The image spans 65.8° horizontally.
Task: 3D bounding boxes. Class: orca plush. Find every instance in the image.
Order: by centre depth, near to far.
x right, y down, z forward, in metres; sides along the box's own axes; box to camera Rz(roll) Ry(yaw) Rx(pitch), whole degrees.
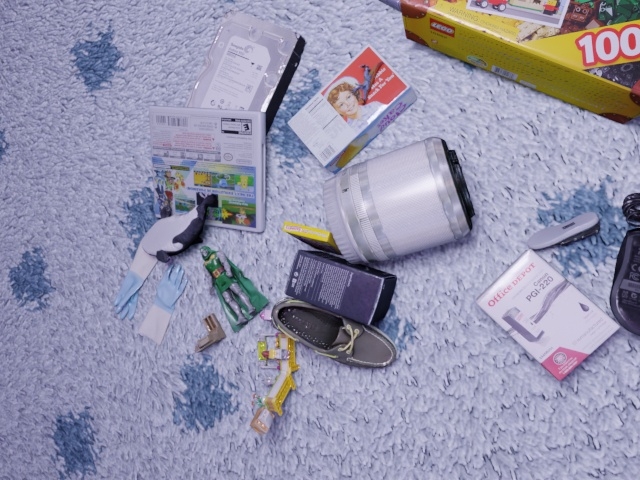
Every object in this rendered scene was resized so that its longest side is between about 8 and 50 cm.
[{"bbox_3d":[-0.351,-0.029,1.299,0.287,0.102,0.151,-39,57,30],"label":"orca plush"}]

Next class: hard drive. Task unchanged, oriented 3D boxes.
[{"bbox_3d":[-0.208,-0.404,1.285,0.237,0.064,0.338,28,96,19],"label":"hard drive"}]

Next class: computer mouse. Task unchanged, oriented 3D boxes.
[{"bbox_3d":[0.644,0.058,0.950,0.189,0.072,0.272,21,82,22],"label":"computer mouse"}]

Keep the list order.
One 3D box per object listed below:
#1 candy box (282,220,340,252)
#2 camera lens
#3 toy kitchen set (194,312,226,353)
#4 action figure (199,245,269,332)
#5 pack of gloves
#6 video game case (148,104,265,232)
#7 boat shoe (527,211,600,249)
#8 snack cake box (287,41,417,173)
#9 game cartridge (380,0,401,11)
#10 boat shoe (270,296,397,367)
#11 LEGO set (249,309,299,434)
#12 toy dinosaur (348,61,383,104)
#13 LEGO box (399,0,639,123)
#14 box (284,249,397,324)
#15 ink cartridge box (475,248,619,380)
[{"bbox_3d":[0.000,0.000,1.108,0.105,0.206,0.027,11,83,20],"label":"candy box"},{"bbox_3d":[0.169,-0.079,1.045,0.275,0.219,0.219,-18,81,18],"label":"camera lens"},{"bbox_3d":[-0.303,0.239,1.269,0.068,0.083,0.075,-35,76,14],"label":"toy kitchen set"},{"bbox_3d":[-0.245,0.106,1.272,0.137,0.063,0.232,-43,71,16],"label":"action figure"},{"bbox_3d":[-0.480,0.143,1.361,0.195,0.046,0.231,28,96,20],"label":"pack of gloves"},{"bbox_3d":[-0.292,-0.186,1.271,0.330,0.036,0.299,8,108,20],"label":"video game case"},{"bbox_3d":[0.500,-0.010,1.014,0.142,0.049,0.040,-26,117,22],"label":"boat shoe"},{"bbox_3d":[0.072,-0.305,1.163,0.264,0.089,0.152,-41,73,13],"label":"snack cake box"},{"bbox_3d":[0.305,-0.668,1.118,0.230,0.068,0.354,36,99,14],"label":"game cartridge"},{"bbox_3d":[0.031,0.213,1.107,0.305,0.091,0.109,22,85,0],"label":"boat shoe"},{"bbox_3d":[-0.129,0.312,1.177,0.107,0.132,0.286,-4,63,25],"label":"LEGO set"},{"bbox_3d":[0.103,-0.344,1.087,0.090,0.047,0.082,-13,100,8],"label":"toy dinosaur"},{"bbox_3d":[0.460,-0.503,0.942,0.501,0.193,0.372,26,97,11],"label":"LEGO box"},{"bbox_3d":[0.050,0.100,1.113,0.207,0.153,0.108,18,93,21],"label":"box"},{"bbox_3d":[0.449,0.144,0.999,0.218,0.092,0.158,45,102,18],"label":"ink cartridge box"}]
